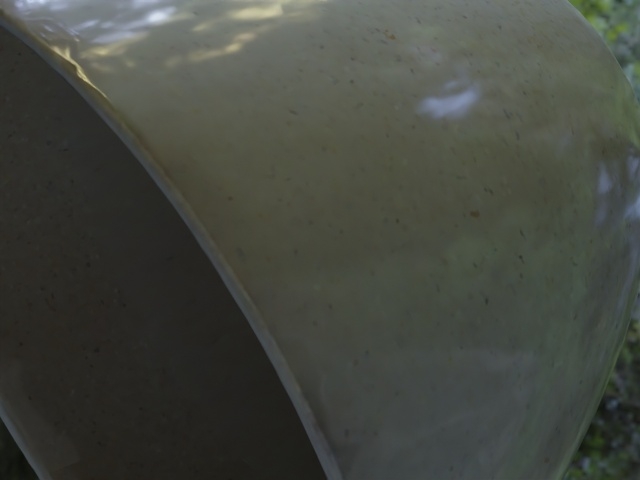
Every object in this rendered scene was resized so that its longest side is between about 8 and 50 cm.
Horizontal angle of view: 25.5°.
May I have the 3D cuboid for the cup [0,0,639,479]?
[{"bbox_3d":[0.000,0.000,0.595,0.237,0.331,0.331,-33,-40,-28],"label":"cup"}]
